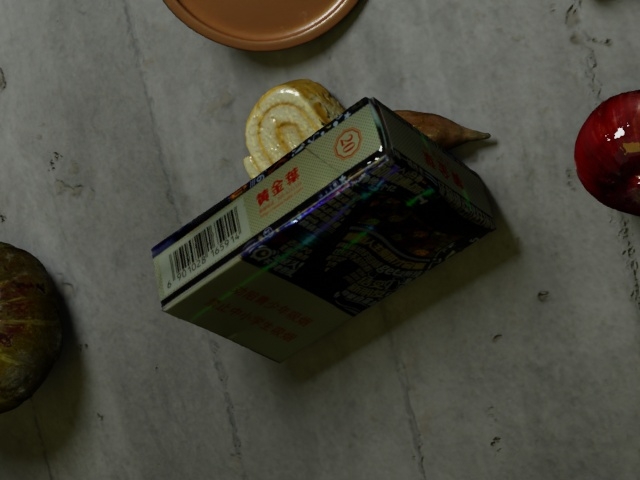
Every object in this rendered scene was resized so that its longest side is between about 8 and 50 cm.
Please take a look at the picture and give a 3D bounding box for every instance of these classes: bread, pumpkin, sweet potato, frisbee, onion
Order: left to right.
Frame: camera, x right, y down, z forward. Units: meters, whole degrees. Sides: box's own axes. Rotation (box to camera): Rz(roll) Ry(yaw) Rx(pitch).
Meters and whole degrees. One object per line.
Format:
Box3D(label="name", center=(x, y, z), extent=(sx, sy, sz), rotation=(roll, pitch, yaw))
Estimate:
Box3D(label="pumpkin", center=(-0.406, 0.109, 1.554), extent=(0.219, 0.162, 0.219), rotation=(-5, 75, 21))
Box3D(label="frisbee", center=(-0.061, -0.319, 1.324), extent=(0.251, 0.021, 0.250), rotation=(-2, 112, -6))
Box3D(label="bread", center=(-0.021, -0.095, 1.388), extent=(0.122, 0.073, 0.149), rotation=(-38, 88, 26))
Box3D(label="sweet potato", center=(0.121, -0.112, 1.348), extent=(0.117, 0.049, 0.049), rotation=(4, 104, 14))
Box3D(label="onion", center=(0.313, -0.085, 1.234), extent=(0.131, 0.131, 0.131), rotation=(5, 105, 20))

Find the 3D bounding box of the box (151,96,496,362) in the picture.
Box3D(label="box", center=(0.000, 0.000, 1.333), extent=(0.310, 0.198, 0.084), rotation=(-33, 50, 25))
